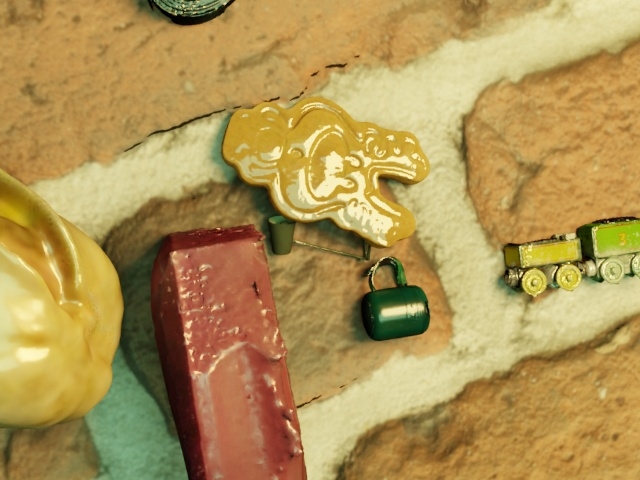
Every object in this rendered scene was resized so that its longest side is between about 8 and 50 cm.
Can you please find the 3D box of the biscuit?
[{"bbox_3d":[0.006,-0.085,1.135,0.236,0.040,0.144,18,73,-12],"label":"biscuit"}]

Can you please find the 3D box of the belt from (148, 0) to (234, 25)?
[{"bbox_3d":[-0.127,-0.294,1.077,0.140,0.058,0.105,-36,98,-2],"label":"belt"}]

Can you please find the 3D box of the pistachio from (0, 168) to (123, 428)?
[{"bbox_3d":[-0.336,0.051,0.999,0.321,0.229,0.238,45,120,-7],"label":"pistachio"}]

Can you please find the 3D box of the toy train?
[{"bbox_3d":[0.317,0.018,1.225,0.202,0.060,0.081,-8,93,-12],"label":"toy train"}]

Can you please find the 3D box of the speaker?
[{"bbox_3d":[0.084,0.069,1.186,0.075,0.060,0.094,-7,64,-12],"label":"speaker"}]

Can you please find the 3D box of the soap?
[{"bbox_3d":[-0.092,0.151,1.073,0.127,0.220,0.324,-11,101,-2],"label":"soap"}]

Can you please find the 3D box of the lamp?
[{"bbox_3d":[-0.001,0.000,1.163,0.121,0.041,0.054,-1,111,-12],"label":"lamp"}]
